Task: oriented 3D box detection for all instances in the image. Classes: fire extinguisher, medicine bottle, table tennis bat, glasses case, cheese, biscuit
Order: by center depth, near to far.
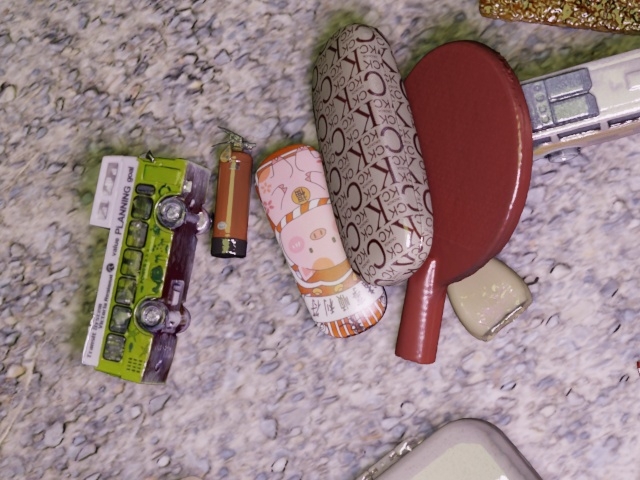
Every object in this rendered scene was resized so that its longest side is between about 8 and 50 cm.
[{"bbox_3d":[0.125,0.409,1.853,0.375,0.123,0.282,-39,78,5],"label":"medicine bottle"},{"bbox_3d":[0.154,-0.046,1.884,0.268,0.051,0.415,24,109,52],"label":"table tennis bat"},{"bbox_3d":[0.062,-0.112,1.912,0.137,0.085,0.355,-41,53,48],"label":"glasses case"},{"bbox_3d":[0.186,0.035,1.932,0.097,0.037,0.192,-40,70,5],"label":"cheese"},{"bbox_3d":[0.329,-0.342,1.955,0.236,0.026,0.131,9,86,15],"label":"biscuit"},{"bbox_3d":[0.000,0.000,1.966,0.103,0.067,0.267,-27,77,9],"label":"glasses case"},{"bbox_3d":[-0.120,-0.066,2.012,0.062,0.050,0.177,2,82,12],"label":"fire extinguisher"}]

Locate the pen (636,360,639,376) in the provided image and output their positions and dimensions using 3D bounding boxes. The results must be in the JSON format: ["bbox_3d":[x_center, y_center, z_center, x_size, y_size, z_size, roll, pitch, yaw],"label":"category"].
[{"bbox_3d":[0.501,0.138,1.852,0.218,0.026,0.026,-13,80,11],"label":"pen"}]

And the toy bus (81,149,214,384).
[{"bbox_3d":[-0.239,0.035,1.999,0.139,0.113,0.302,10,86,18],"label":"toy bus"}]

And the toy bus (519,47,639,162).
[{"bbox_3d":[0.371,-0.176,1.866,0.342,0.138,0.097,-14,80,11],"label":"toy bus"}]

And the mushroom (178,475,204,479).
[{"bbox_3d":[-0.126,0.472,1.907,0.128,0.128,0.350,-14,83,11],"label":"mushroom"}]
